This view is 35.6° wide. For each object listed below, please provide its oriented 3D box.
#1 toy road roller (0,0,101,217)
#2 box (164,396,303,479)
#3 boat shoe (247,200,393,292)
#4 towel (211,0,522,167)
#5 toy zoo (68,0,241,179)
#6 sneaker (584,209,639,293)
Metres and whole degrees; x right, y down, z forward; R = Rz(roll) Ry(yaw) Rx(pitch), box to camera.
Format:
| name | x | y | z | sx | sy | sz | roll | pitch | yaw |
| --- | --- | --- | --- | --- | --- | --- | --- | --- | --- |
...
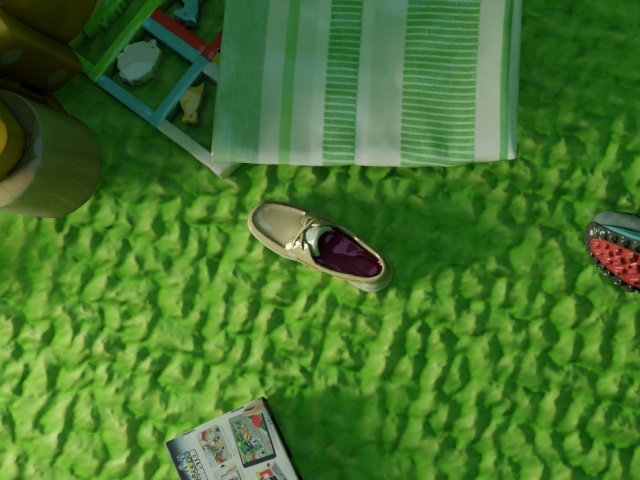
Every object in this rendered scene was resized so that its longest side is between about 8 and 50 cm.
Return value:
| name | x | y | z | sx | sy | sz | roll | pitch | yaw |
| --- | --- | --- | --- | --- | --- | --- | --- | --- | --- |
| toy road roller | -0.316 | -0.207 | 1.021 | 0.240 | 0.202 | 0.329 | -39 | 80 | 8 |
| box | -0.066 | 0.277 | 1.023 | 0.114 | 0.036 | 0.207 | -25 | 79 | -2 |
| boat shoe | 0.000 | 0.000 | 1.060 | 0.170 | 0.059 | 0.063 | 23 | 81 | 7 |
| towel | 0.051 | -0.200 | 1.070 | 0.325 | 0.038 | 0.247 | 2 | 80 | 3 |
| toy zoo | -0.130 | -0.202 | 1.119 | 0.293 | 0.030 | 0.192 | 36 | 83 | 9 |
| sneaker | 0.403 | 0.000 | 1.035 | 0.262 | 0.104 | 0.125 | 13 | 63 | 1 |
